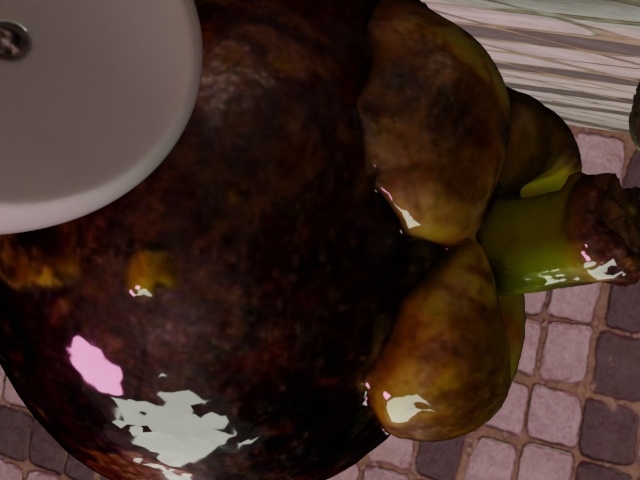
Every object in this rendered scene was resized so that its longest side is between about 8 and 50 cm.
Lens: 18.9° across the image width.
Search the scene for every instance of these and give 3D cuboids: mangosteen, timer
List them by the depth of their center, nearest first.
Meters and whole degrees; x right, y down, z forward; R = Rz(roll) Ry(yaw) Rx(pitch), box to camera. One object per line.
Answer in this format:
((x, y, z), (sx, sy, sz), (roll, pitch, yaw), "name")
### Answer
((-0.104, -0.052, 0.475), (0.136, 0.099, 0.136), (17, 171, 3), "timer")
((0.000, 0.000, 0.624), (0.217, 0.192, 0.192), (11, -176, 23), "mangosteen")

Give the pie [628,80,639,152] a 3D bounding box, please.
((0.252, -0.011, 0.561), (0.339, 0.077, 0.339), (9, -177, 0), "pie")
